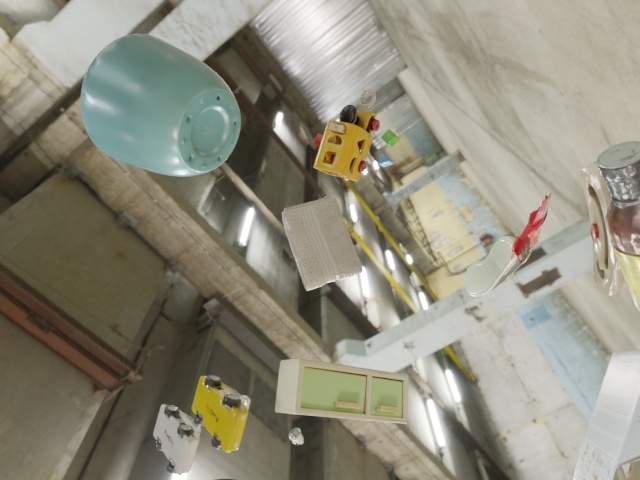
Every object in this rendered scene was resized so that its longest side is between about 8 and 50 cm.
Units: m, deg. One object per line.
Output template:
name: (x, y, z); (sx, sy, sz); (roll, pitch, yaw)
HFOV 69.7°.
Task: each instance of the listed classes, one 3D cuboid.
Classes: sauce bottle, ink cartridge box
sauce bottle: (0.201, 0.000, 0.280); (0.128, 0.042, 0.042); (52, -163, -25)
ink cartridge box: (0.324, 0.206, 0.486); (0.045, 0.179, 0.145); (17, 172, 22)

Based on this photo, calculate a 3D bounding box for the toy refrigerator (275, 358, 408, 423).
toy refrigerator: (0.052, 0.312, 0.943); (0.270, 0.094, 0.102); (17, -114, -27)

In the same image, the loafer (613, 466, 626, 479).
loafer: (0.695, 0.607, 1.106); (0.268, 0.092, 0.101); (2, -101, -74)

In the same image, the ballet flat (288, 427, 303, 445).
ballet flat: (-0.066, 0.574, 1.339); (0.114, 0.041, 0.041); (87, 162, -59)

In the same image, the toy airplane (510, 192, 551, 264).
toy airplane: (0.382, -0.018, 0.836); (0.028, 0.151, 0.151); (25, -179, 29)

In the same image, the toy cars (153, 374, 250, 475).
toy cars: (-0.256, 0.407, 1.014); (0.087, 0.394, 0.176); (16, -131, -37)

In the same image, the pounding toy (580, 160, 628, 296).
pounding toy: (0.493, -0.003, 0.678); (0.154, 0.155, 0.269); (45, -139, -62)

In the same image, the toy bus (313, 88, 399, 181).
toy bus: (0.059, -0.237, 1.050); (0.104, 0.191, 0.202); (11, -128, -58)

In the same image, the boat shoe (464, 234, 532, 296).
boat shoe: (0.570, 0.087, 1.484); (0.091, 0.305, 0.109); (-11, -121, -22)

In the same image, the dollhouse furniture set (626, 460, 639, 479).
dollhouse furniture set: (0.568, 0.545, 0.900); (0.301, 0.151, 0.197); (-51, -54, -31)

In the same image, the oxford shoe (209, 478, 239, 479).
oxford shoe: (-0.208, 0.421, 0.674); (0.096, 0.227, 0.082); (132, 123, -70)

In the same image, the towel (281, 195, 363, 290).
towel: (0.000, 0.000, 1.396); (0.049, 0.187, 0.282); (91, 159, -63)

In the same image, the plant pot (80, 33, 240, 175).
plant pot: (-0.322, -0.276, 1.014); (0.235, 0.293, 0.293); (26, -176, 25)
